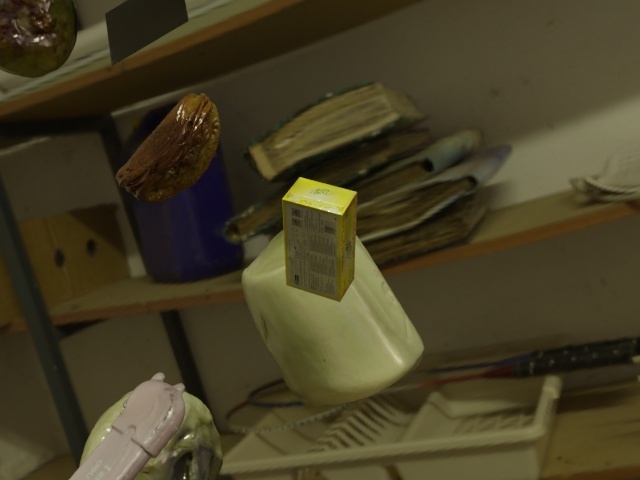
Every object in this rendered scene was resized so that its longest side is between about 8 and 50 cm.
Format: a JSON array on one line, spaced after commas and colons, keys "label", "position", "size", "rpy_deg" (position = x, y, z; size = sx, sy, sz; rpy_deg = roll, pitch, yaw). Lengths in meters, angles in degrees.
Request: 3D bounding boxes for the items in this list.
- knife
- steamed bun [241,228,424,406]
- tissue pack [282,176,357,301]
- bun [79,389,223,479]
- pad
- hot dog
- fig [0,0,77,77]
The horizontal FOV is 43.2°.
[{"label": "knife", "position": [-0.272, 0.310, 0.852], "size": [0.132, 0.038, 0.398], "rpy_deg": [18, 60, 38]}, {"label": "steamed bun", "position": [0.004, 0.144, 1.691], "size": [0.290, 0.371, 0.456], "rpy_deg": [-31, 3, 3]}, {"label": "tissue pack", "position": [0.000, 0.000, 1.208], "size": [0.095, 0.176, 0.062], "rpy_deg": [15, 45, 18]}, {"label": "bun", "position": [-0.281, 0.382, 1.404], "size": [0.168, 0.272, 0.273], "rpy_deg": [-3, 12, 40]}, {"label": "pad", "position": [-0.330, -0.421, 1.524], "size": [0.190, 0.127, 0.004], "rpy_deg": [-23, -25, 24]}, {"label": "hot dog", "position": [-0.319, -0.196, 1.770], "size": [0.272, 0.122, 0.196], "rpy_deg": [-44, -12, 6]}, {"label": "fig", "position": [-0.500, -0.363, 1.323], "size": [0.191, 0.181, 0.181], "rpy_deg": [27, 32, 35]}]
